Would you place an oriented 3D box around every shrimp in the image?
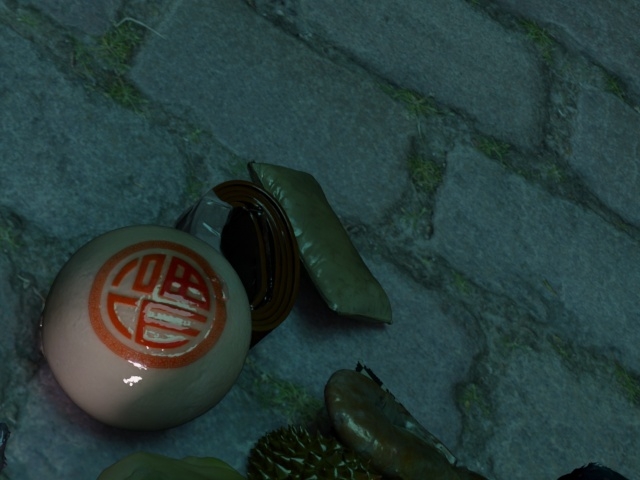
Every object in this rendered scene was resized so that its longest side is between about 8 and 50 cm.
[{"bbox_3d":[0.124,0.285,2.133,0.317,0.077,0.168,35,31,-29],"label":"shrimp"}]

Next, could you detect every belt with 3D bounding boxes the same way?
[{"bbox_3d":[-0.130,0.038,2.199,0.184,0.105,0.261,13,55,-29],"label":"belt"}]

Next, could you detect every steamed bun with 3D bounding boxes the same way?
[{"bbox_3d":[-0.223,0.105,1.968,0.283,0.177,0.283,6,65,-13],"label":"steamed bun"}]

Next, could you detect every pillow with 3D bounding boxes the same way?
[{"bbox_3d":[0.000,0.000,2.334,0.185,0.075,0.302,12,43,-58],"label":"pillow"}]

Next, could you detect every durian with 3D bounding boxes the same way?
[{"bbox_3d":[0.026,0.373,2.022,0.306,0.166,0.172,29,80,4],"label":"durian"}]

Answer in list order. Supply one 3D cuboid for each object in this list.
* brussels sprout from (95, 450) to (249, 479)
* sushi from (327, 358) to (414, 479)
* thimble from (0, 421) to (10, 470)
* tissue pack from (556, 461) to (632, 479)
[{"bbox_3d":[-0.151,0.416,1.766,0.344,0.268,0.344,23,19,-9],"label":"brussels sprout"},{"bbox_3d":[0.087,0.306,2.172,0.210,0.040,0.193,47,35,-15],"label":"sushi"},{"bbox_3d":[-0.473,0.275,1.699,0.236,0.172,0.205,-25,76,-48],"label":"thimble"},{"bbox_3d":[0.337,0.548,1.997,0.253,0.264,0.416,34,43,-15],"label":"tissue pack"}]
